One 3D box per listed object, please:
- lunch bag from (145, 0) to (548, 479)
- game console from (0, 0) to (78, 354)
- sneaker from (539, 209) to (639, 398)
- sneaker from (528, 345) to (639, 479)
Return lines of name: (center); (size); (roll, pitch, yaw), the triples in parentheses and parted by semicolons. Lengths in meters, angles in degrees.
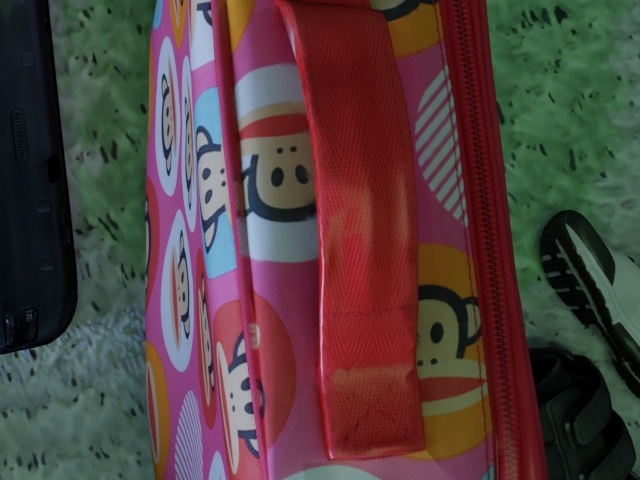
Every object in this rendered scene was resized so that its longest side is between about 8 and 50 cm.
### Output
lunch bag: (0.000, 0.000, 0.642); (0.120, 0.258, 0.293); (-3, 74, -8)
game console: (-0.179, -0.120, 0.724); (0.213, 0.044, 0.361); (-1, 109, 7)
sneaker: (0.140, 0.026, 0.818); (0.044, 0.040, 0.109); (-42, 107, -16)
sneaker: (0.143, 0.128, 0.797); (0.296, 0.104, 0.147); (6, 105, -5)
